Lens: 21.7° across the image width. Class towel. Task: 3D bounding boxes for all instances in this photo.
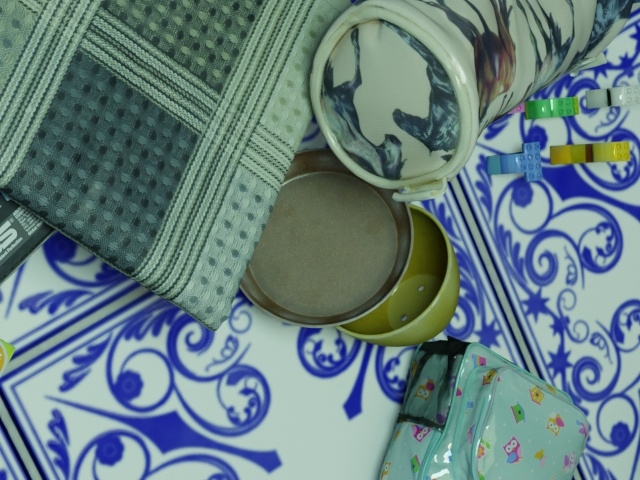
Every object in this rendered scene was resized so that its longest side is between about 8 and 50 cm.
[{"bbox_3d":[-0.135,-0.141,1.326,0.312,0.056,0.324,36,66,-29],"label":"towel"}]

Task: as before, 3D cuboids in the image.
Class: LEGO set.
[{"bbox_3d":[0.249,-0.107,1.643,0.227,0.093,0.087,-8,95,-30],"label":"LEGO set"}]

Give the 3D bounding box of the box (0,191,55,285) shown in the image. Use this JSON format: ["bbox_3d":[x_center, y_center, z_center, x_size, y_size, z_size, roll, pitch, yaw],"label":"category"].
[{"bbox_3d":[-0.263,-0.177,1.311,0.395,0.097,0.318,-49,115,-32],"label":"box"}]

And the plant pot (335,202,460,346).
[{"bbox_3d":[0.076,0.045,1.537,0.095,0.134,0.134,43,68,-52],"label":"plant pot"}]

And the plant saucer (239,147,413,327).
[{"bbox_3d":[0.000,0.000,1.495,0.168,0.029,0.168,-1,73,5],"label":"plant saucer"}]

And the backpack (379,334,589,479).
[{"bbox_3d":[0.150,0.205,1.564,0.166,0.144,0.188,32,78,-32],"label":"backpack"}]

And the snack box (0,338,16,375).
[{"bbox_3d":[-0.372,0.109,1.302,0.207,0.070,0.174,33,75,-27],"label":"snack box"}]

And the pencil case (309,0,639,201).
[{"bbox_3d":[0.146,-0.178,1.464,0.183,0.160,0.410,60,39,-7],"label":"pencil case"}]
